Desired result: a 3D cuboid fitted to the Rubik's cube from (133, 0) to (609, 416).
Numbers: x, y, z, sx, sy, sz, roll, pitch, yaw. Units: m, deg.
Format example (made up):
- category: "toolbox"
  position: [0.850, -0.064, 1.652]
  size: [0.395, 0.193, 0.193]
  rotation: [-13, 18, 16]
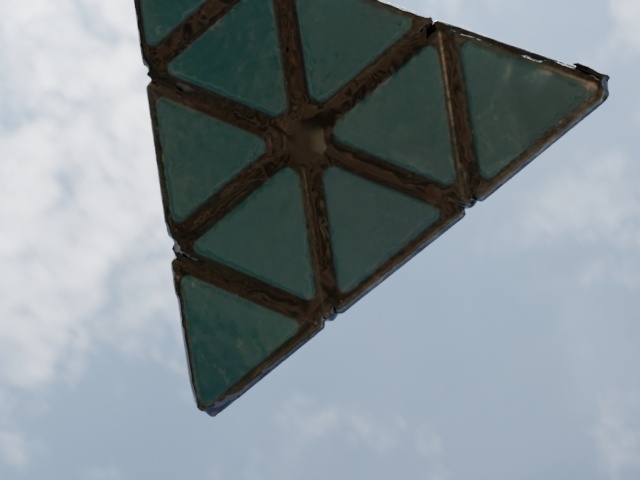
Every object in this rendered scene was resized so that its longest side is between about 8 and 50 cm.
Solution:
- category: "Rubik's cube"
  position: [0.000, 0.000, 0.837]
  size: [0.211, 0.190, 0.178]
  rotation: [23, -99, 20]
